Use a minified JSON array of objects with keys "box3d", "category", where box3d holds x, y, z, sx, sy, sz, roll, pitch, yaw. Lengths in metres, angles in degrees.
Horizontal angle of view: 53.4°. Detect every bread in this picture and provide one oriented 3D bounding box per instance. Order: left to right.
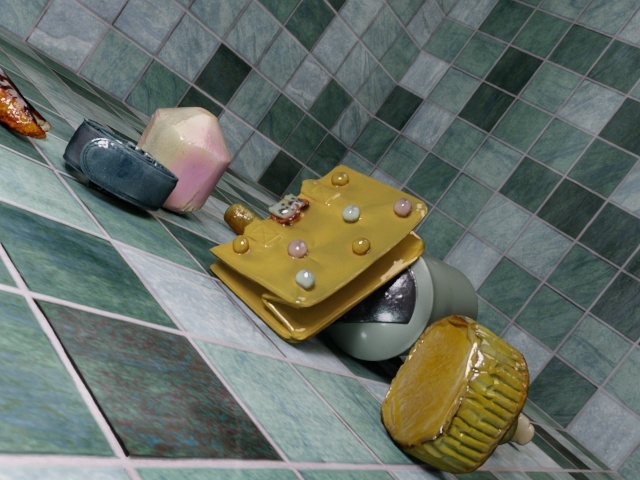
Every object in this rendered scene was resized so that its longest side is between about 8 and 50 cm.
[{"box3d":[-0.635,-0.287,1.209,0.269,0.095,0.139,50,3,-20],"category":"bread"},{"box3d":[0.231,0.262,1.101,0.142,0.253,0.227,37,-3,-15],"category":"bread"}]

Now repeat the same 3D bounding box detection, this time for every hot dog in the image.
[{"box3d":[-0.154,-0.004,1.838,0.286,0.088,0.061,32,12,-14],"category":"hot dog"}]

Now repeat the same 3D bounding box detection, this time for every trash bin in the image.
[{"box3d":[0.191,0.144,1.517,0.280,0.280,0.432,40,13,31],"category":"trash bin"}]

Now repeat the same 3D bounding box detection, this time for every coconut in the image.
[{"box3d":[-0.338,-0.210,1.544,0.233,0.245,0.233,33,4,-3],"category":"coconut"}]

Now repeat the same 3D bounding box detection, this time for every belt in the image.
[{"box3d":[-0.406,-0.148,1.279,0.206,0.116,0.267,35,2,14],"category":"belt"}]

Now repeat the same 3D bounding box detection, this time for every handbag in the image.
[{"box3d":[0.000,0.000,1.292,0.283,0.401,0.133,32,-37,34],"category":"handbag"}]

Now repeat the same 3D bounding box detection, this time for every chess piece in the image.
[{"box3d":[0.423,0.419,1.772,0.397,0.117,0.117,39,6,8],"category":"chess piece"}]

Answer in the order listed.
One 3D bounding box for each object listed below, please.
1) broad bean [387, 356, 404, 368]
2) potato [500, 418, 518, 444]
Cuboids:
[{"box3d":[0.106,0.235,1.652,0.297,0.043,0.060,36,16,6],"category":"broad bean"},{"box3d":[0.400,0.402,1.562,0.176,0.141,0.298,30,5,0],"category":"potato"}]
